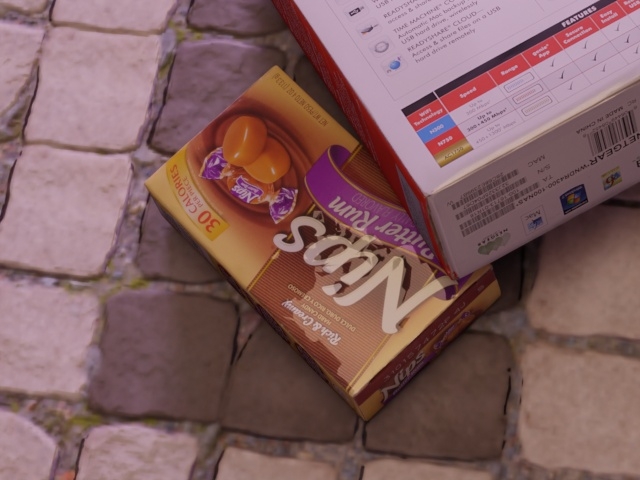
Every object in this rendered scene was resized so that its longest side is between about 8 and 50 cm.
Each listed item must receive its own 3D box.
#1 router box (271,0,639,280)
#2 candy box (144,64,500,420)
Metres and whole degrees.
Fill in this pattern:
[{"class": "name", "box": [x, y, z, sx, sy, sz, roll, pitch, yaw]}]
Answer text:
[{"class": "router box", "box": [0.147, -0.179, 1.070, 0.335, 0.082, 0.301, -28, 52, -3]}, {"class": "candy box", "box": [0.000, 0.000, 1.083, 0.109, 0.053, 0.187, -42, 65, -7]}]
